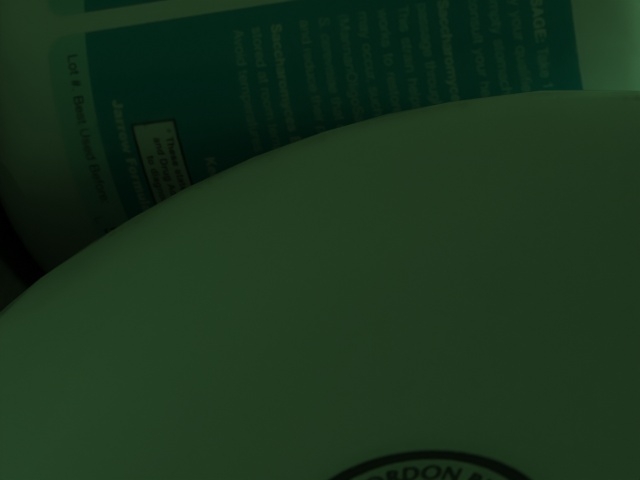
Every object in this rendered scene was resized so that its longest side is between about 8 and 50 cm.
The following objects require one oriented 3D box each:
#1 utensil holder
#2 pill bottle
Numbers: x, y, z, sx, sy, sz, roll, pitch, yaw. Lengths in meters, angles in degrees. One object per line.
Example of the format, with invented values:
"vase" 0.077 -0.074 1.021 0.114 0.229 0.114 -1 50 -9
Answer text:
"utensil holder" 0.073 0.199 0.482 0.328 0.327 0.385 -78 153 -47
"pill bottle" 0.038 -0.062 0.550 0.146 0.264 0.146 -6 90 -73
